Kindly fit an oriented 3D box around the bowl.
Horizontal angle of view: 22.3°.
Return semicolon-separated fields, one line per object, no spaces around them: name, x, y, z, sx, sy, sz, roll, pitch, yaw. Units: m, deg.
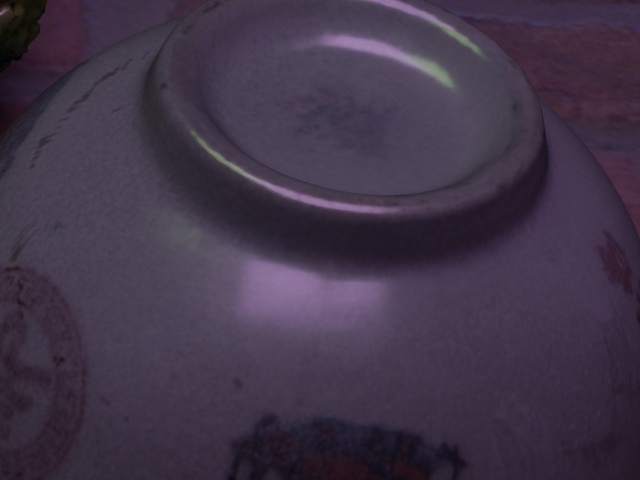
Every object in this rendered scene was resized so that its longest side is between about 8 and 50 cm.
bowl;0.000;0.000;0.802;0.435;0.196;0.435;7;42;-6

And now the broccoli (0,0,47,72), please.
broccoli;-0.296;-0.231;0.911;0.293;0.281;0.348;5;28;-17
